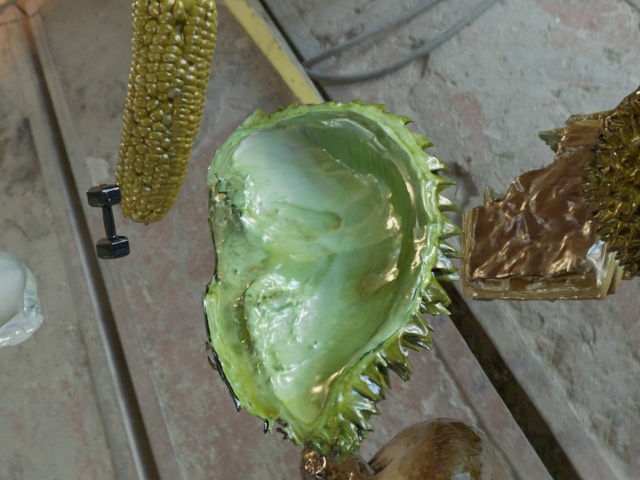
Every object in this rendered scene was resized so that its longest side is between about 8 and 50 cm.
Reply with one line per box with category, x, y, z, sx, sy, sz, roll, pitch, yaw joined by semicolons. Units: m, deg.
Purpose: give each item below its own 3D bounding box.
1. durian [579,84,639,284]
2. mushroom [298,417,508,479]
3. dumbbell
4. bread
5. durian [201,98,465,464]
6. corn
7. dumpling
durian;0.415;-0.048;0.638;0.258;0.293;0.258;-7;60;12
mushroom;0.088;0.366;0.703;0.239;0.345;0.345;13;70;-7
dumbbell;-0.235;-0.021;0.664;0.036;0.040;0.083;-9;102;-16
bread;0.446;-0.046;1.135;0.314;0.191;0.370;-6;64;50
durian;0.005;-0.007;0.508;0.163;0.198;0.394;121;156;-43
corn;-0.194;-0.164;0.743;0.102;0.102;0.313;28;117;31
dumpling;-0.436;0.080;0.747;0.124;0.229;0.151;-22;79;21
